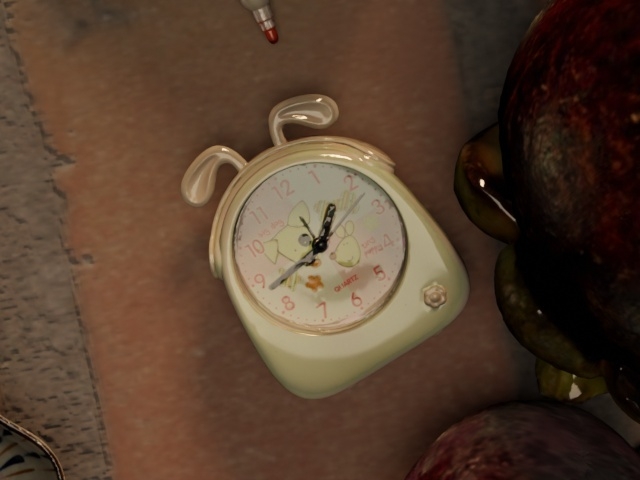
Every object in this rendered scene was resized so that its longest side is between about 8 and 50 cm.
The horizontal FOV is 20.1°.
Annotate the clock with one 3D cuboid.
[{"bbox_3d":[0.000,0.000,1.231,0.151,0.062,0.191,-32,100,7],"label":"clock"}]

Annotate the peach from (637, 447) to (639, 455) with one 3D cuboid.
[{"bbox_3d":[0.335,0.240,1.284,0.279,0.068,0.189,42,101,-9],"label":"peach"}]

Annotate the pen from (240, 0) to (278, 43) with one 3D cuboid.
[{"bbox_3d":[-0.073,-0.231,1.198,0.026,0.026,0.218,-22,102,5],"label":"pen"}]

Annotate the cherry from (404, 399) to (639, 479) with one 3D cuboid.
[{"bbox_3d":[0.147,0.199,1.210,0.195,0.195,0.195,0,103,0],"label":"cherry"}]

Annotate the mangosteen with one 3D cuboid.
[{"bbox_3d":[0.249,-0.039,1.116,0.330,0.330,0.330,0,103,0],"label":"mangosteen"}]

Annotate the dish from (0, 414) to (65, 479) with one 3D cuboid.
[{"bbox_3d":[-0.262,0.184,1.271,0.190,0.066,0.191,0,101,2],"label":"dish"}]
